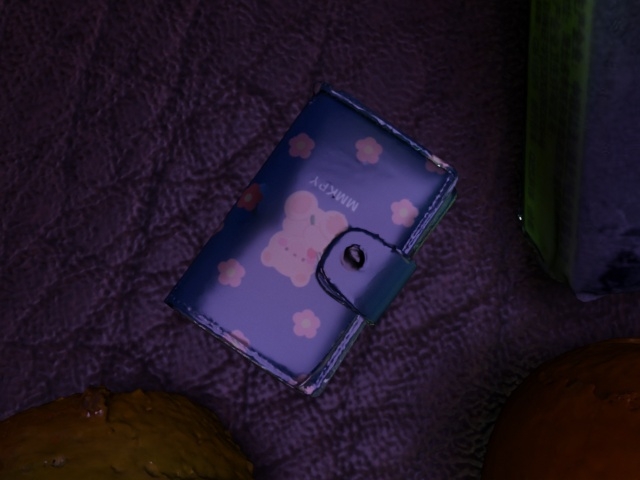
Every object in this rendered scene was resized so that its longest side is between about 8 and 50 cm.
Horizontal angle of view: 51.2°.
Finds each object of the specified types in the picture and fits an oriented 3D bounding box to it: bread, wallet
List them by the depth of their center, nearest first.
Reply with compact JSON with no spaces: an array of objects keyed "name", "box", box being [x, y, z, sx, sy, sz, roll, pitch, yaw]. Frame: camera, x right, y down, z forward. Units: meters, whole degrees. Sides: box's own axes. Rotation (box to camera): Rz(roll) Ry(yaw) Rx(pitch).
[{"name":"bread","box":[-0.165,0.185,0.392,0.260,0.147,0.160,-31,42,-6]},{"name":"wallet","box":[0.000,0.000,0.490,0.141,0.059,0.202,34,83,1]}]

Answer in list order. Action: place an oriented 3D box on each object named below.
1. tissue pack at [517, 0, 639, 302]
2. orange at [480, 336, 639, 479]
[{"name":"tissue pack","box":[0.271,-0.170,0.385,0.288,0.124,0.394,-10,121,-1]},{"name":"orange","box":[0.231,0.158,0.364,0.283,0.284,0.226,-1,83,-1]}]
